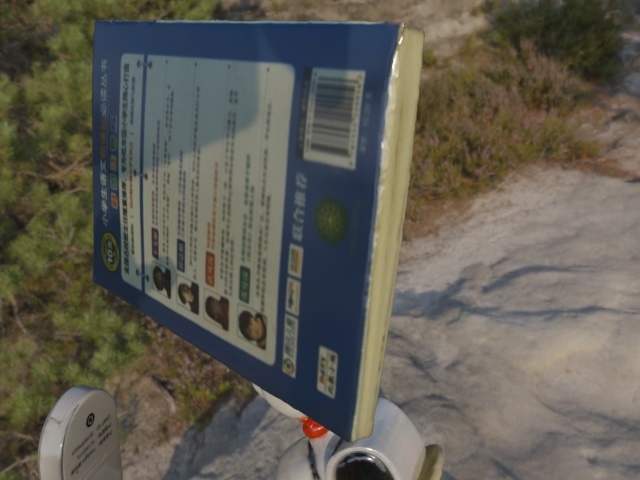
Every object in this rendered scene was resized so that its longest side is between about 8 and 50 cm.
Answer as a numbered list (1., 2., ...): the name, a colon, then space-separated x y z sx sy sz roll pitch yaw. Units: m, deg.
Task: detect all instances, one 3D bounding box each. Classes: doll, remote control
1. doll: 0.017 0.195 0.677 0.208 0.272 0.144 -2 23 23
2. remote control: -0.180 0.226 0.511 0.022 0.245 0.077 6 19 12

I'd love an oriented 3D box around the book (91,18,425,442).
1. book: -0.099 -0.043 0.588 0.039 0.300 0.428 -8 20 -43
